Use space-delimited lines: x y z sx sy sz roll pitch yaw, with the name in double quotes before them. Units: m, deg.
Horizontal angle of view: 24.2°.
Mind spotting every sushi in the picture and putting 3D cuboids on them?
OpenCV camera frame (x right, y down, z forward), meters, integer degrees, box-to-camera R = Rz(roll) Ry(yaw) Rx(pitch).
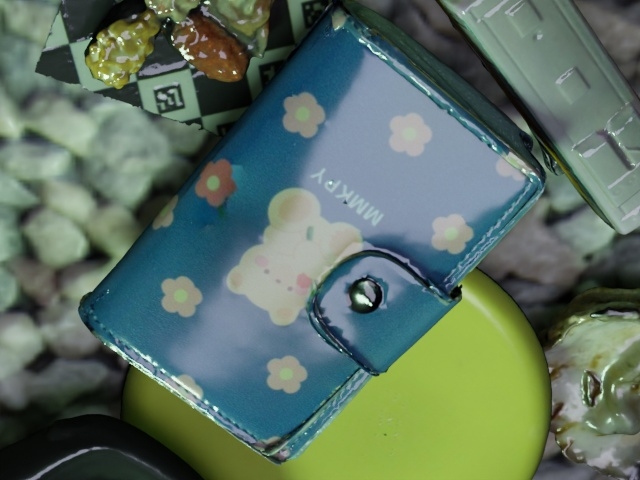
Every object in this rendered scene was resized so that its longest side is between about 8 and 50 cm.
"sushi" -0.052 -0.103 0.686 0.126 0.026 0.120 17 114 -21

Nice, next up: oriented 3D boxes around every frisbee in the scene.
"frisbee" 0.009 0.100 0.801 0.236 0.017 0.236 -1 117 -2

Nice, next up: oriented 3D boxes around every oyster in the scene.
"oyster" 0.271 0.103 0.847 0.345 0.079 0.129 15 116 -11

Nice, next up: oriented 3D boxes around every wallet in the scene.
"wallet" 0.000 0.000 0.709 0.141 0.059 0.202 37 105 -15

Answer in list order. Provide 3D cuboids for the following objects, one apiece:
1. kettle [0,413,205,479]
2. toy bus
"kettle" -0.123 0.212 0.787 0.202 0.144 0.232 -32 117 4
"toy bus" 0.115 -0.076 0.712 0.057 0.072 0.172 -38 121 6
